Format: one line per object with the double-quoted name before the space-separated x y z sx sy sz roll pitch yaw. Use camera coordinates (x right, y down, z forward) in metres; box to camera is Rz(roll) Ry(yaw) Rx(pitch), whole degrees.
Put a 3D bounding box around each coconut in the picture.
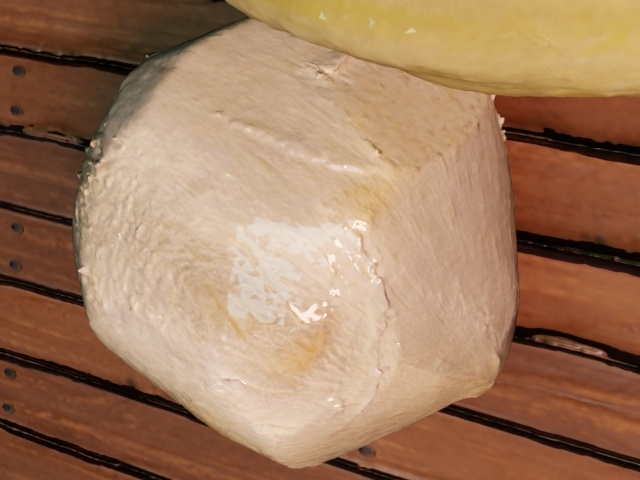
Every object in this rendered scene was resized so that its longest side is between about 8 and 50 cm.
"coconut" 0.000 0.000 0.617 0.247 0.245 0.245 25 110 21

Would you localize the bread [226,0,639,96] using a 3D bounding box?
"bread" 0.089 -0.194 0.493 0.320 0.320 0.237 11 113 26
